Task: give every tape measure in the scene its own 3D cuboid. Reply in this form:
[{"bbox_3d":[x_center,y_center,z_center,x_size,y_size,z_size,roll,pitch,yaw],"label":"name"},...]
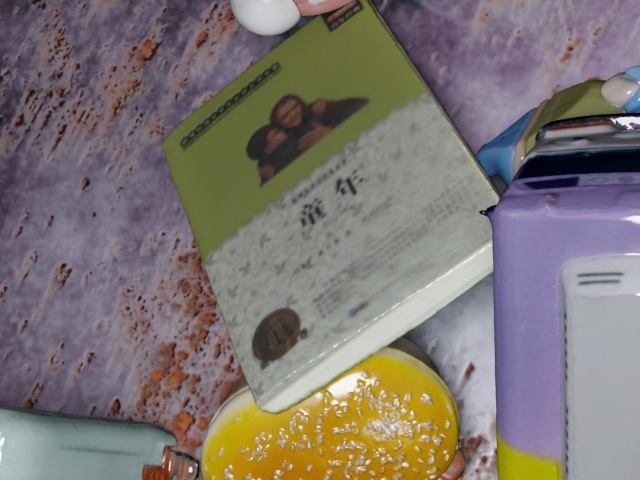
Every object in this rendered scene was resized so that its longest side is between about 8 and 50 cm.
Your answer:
[{"bbox_3d":[-0.268,0.200,1.206,0.246,0.243,0.125,0,78,26],"label":"tape measure"}]

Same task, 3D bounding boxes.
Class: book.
[{"bbox_3d":[0.000,-0.044,1.179,0.239,0.035,0.352,-36,44,10],"label":"book"}]

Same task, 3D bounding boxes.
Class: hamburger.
[{"bbox_3d":[0.011,0.163,1.156,0.210,0.173,0.116,-23,36,13],"label":"hamburger"}]

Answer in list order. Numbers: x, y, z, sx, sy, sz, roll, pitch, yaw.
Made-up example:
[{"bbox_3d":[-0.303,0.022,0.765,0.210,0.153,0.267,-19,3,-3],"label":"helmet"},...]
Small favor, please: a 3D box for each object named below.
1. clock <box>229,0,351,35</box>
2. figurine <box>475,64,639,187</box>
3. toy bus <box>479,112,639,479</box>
[{"bbox_3d":[-0.016,-0.270,1.263,0.162,0.093,0.166,-20,56,18],"label":"clock"},{"bbox_3d":[0.260,-0.049,1.127,0.262,0.154,0.180,-17,83,33],"label":"figurine"},{"bbox_3d":[0.228,0.144,0.973,0.209,0.249,0.440,2,102,19],"label":"toy bus"}]
